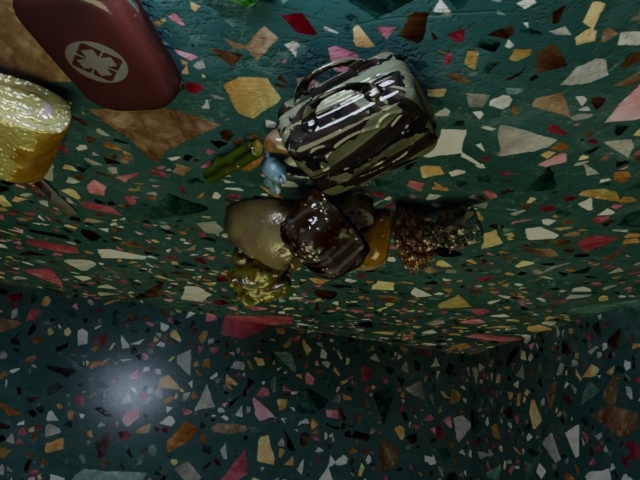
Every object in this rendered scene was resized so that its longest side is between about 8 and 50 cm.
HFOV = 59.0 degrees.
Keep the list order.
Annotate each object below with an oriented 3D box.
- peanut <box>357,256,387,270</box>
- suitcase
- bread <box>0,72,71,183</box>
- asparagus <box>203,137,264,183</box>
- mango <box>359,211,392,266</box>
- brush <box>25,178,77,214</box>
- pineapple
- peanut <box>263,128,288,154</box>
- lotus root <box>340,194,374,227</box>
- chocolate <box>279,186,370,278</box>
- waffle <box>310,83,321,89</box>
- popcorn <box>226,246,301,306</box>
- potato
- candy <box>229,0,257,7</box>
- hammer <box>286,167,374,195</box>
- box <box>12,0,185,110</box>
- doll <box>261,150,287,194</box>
[{"bbox_3d":[0.120,0.059,2.251,0.325,0.140,0.153,-12,169,38],"label":"peanut"},{"bbox_3d":[0.078,-0.292,1.337,0.351,0.194,0.339,-24,149,17],"label":"suitcase"},{"bbox_3d":[-0.839,-0.300,1.568,0.236,0.165,0.375,16,153,-29],"label":"bread"},{"bbox_3d":[-0.267,-0.240,1.722,0.060,0.067,0.277,-11,177,-43],"label":"asparagus"},{"bbox_3d":[0.197,-0.002,2.045,0.109,0.147,0.227,1,132,-31],"label":"mango"},{"bbox_3d":[-0.997,-0.158,2.084,0.060,0.050,0.321,-1,157,4],"label":"brush"},{"bbox_3d":[0.403,-0.035,1.907,0.271,0.263,0.262,-19,149,22],"label":"pineapple"},{"bbox_3d":[-0.085,-0.275,1.590,0.152,0.076,0.076,0,157,-4],"label":"peanut"},{"bbox_3d":[0.126,-0.104,1.936,0.122,0.081,0.112,-13,149,37],"label":"lotus root"},{"bbox_3d":[0.000,0.000,1.901,0.340,0.210,0.225,49,169,-35],"label":"chocolate"},{"bbox_3d":[0.010,-0.362,1.420,0.075,0.029,0.083,-1,155,10],"label":"waffle"},{"bbox_3d":[-0.221,0.135,2.320,0.320,0.290,0.326,6,138,4],"label":"popcorn"},{"bbox_3d":[-0.215,-0.036,2.015,0.264,0.211,0.189,14,157,-11],"label":"potato"},{"bbox_3d":[-0.259,-0.527,1.052,0.323,0.097,0.097,17,155,-9],"label":"candy"},{"bbox_3d":[0.023,-0.196,1.803,0.287,0.033,0.111,9,156,-7],"label":"hammer"},{"bbox_3d":[-0.480,-0.434,1.254,0.262,0.108,0.404,-1,156,12],"label":"box"},{"bbox_3d":[-0.139,-0.204,1.760,0.075,0.120,0.180,-35,169,-10],"label":"doll"}]
